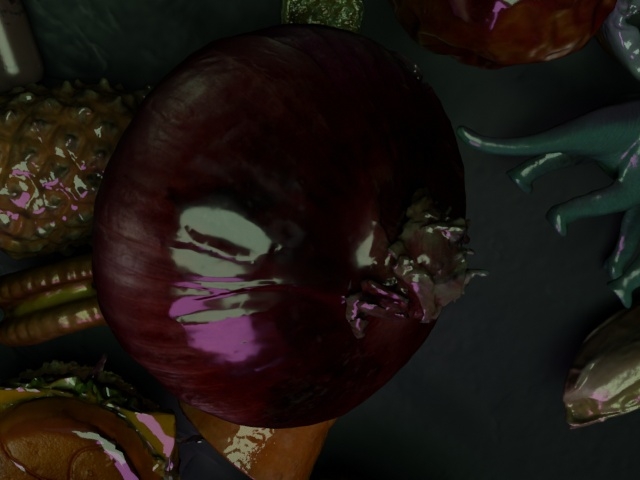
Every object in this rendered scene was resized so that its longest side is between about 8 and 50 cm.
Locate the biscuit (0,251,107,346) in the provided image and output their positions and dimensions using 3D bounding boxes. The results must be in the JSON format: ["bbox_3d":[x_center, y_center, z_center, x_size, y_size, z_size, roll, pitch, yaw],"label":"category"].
[{"bbox_3d":[-0.196,0.041,1.162,0.220,0.220,0.066,-15,90,3],"label":"biscuit"}]

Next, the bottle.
[{"bbox_3d":[-0.295,-0.207,1.152,0.053,0.053,0.140,-15,109,3],"label":"bottle"}]

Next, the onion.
[{"bbox_3d":[0.000,0.000,1.013,0.347,0.285,0.348,-15,112,-41],"label":"onion"}]

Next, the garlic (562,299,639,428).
[{"bbox_3d":[0.321,0.112,1.262,0.195,0.101,0.087,-23,112,6],"label":"garlic"}]

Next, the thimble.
[{"bbox_3d":[0.321,-0.216,1.144,0.151,0.118,0.127,-28,110,7],"label":"thimble"}]

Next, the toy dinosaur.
[{"bbox_3d":[0.343,-0.110,1.144,0.331,0.129,0.383,-43,133,10],"label":"toy dinosaur"}]

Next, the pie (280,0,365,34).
[{"bbox_3d":[0.001,-0.208,1.182,0.084,0.021,0.084,-1,105,-4],"label":"pie"}]

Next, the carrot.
[{"bbox_3d":[-0.019,0.111,1.237,0.159,0.159,0.225,35,93,-13],"label":"carrot"}]

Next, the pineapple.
[{"bbox_3d":[-0.145,-0.087,1.157,0.340,0.169,0.169,-14,109,-10],"label":"pineapple"}]

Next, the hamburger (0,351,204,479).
[{"bbox_3d":[-0.240,0.223,1.249,0.261,0.139,0.243,16,112,1],"label":"hamburger"}]

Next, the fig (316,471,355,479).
[{"bbox_3d":[0.020,0.411,1.245,0.343,0.343,0.343,-1,109,-2],"label":"fig"}]

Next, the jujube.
[{"bbox_3d":[0.144,-0.316,1.064,0.216,0.216,0.342,-6,94,-1],"label":"jujube"}]
